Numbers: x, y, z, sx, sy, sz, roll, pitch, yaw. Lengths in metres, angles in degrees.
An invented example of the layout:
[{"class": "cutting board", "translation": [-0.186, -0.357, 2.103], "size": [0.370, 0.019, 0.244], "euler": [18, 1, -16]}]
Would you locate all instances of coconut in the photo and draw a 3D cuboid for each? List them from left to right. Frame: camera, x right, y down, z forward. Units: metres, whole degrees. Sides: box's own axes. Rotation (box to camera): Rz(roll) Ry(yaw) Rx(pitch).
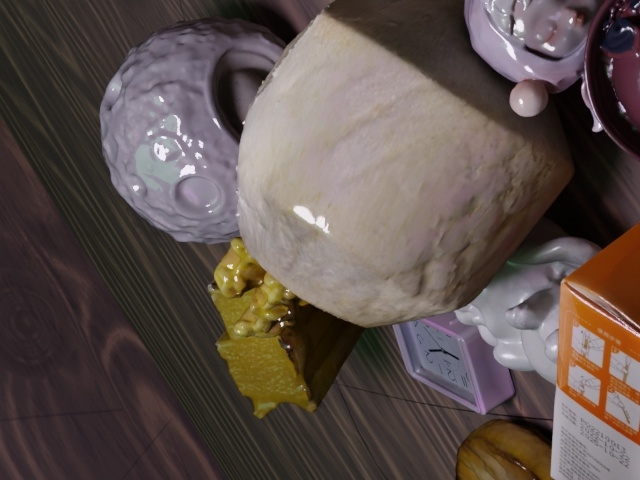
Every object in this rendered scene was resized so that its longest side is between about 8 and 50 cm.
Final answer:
[{"class": "coconut", "translation": [0.095, -0.112, 1.514], "size": [0.344, 0.415, 0.415], "euler": [32, 157, -8]}]

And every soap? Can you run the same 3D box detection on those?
[{"class": "soap", "translation": [-0.046, 0.097, 2.109], "size": [0.143, 0.281, 0.259], "euler": [-9, 114, 31]}]

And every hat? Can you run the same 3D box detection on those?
[{"class": "hat", "translation": [0.338, -0.152, 1.198], "size": [0.205, 0.205, 0.089], "euler": [62, -163, -7]}]

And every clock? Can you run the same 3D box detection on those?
[{"class": "clock", "translation": [0.191, 0.159, 1.997], "size": [0.197, 0.063, 0.150], "euler": [24, 139, 53]}]

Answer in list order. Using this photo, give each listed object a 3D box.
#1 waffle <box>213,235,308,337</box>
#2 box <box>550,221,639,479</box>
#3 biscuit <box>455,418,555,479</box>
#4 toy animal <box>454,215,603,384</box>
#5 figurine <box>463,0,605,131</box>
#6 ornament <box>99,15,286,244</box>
[{"class": "waffle", "translation": [0.000, 0.000, 1.891], "size": [0.151, 0.324, 0.261], "euler": [45, 117, 10]}, {"class": "box", "translation": [0.371, 0.131, 1.414], "size": [0.143, 0.225, 0.341], "euler": [36, 149, 37]}, {"class": "biscuit", "translation": [0.322, 0.392, 1.971], "size": [0.296, 0.102, 0.296], "euler": [47, 157, 27]}, {"class": "toy animal", "translation": [0.282, 0.074, 1.596], "size": [0.289, 0.174, 0.249], "euler": [48, 166, 20]}, {"class": "figurine", "translation": [0.264, -0.192, 1.331], "size": [0.276, 0.200, 0.133], "euler": [35, 175, 7]}, {"class": "ornament", "translation": [-0.167, -0.158, 1.982], "size": [0.337, 0.337, 0.337], "euler": [44, 152, 31]}]
